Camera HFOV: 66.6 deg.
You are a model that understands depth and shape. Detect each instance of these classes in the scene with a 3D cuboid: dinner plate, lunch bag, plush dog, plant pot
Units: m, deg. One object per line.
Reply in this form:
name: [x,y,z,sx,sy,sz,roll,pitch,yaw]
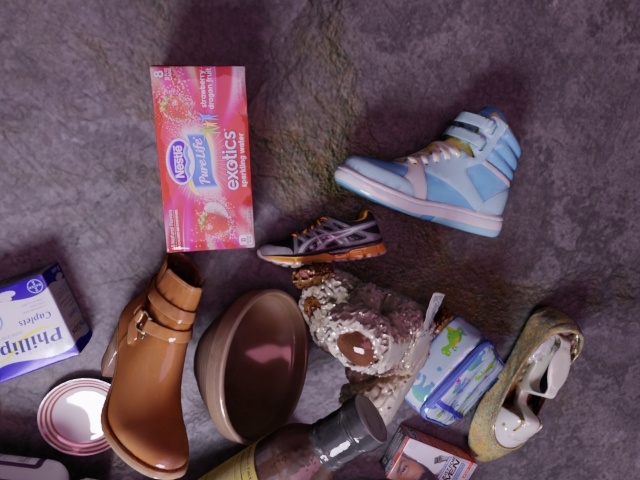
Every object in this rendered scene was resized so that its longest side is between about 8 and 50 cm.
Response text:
dinner plate: [-0.391,0.291,0.810,0.141,0.017,0.141,-2,102,-11]
lunch bag: [0.229,0.238,0.851,0.176,0.090,0.219,-45,145,-2]
plush dog: [0.059,0.123,0.762,0.211,0.225,0.262,-40,141,-27]
plant pot: [-0.122,0.193,0.775,0.110,0.237,0.237,0,105,28]

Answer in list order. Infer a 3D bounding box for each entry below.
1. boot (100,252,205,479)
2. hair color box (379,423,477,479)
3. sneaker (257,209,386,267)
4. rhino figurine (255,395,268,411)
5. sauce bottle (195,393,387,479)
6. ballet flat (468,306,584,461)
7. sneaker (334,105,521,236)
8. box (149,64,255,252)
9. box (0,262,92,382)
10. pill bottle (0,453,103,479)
boot: [-0.214,0.161,0.694,0.109,0.283,0.220,25,103,-37]
hair color box: [0.212,0.438,0.957,0.167,0.053,0.093,26,96,-15]
sneaker: [0.000,0.000,0.811,0.215,0.084,0.083,-7,87,-13]
rhino figurine: [-0.092,0.378,0.867,0.106,0.073,0.243,-24,107,-4]
sauce bottle: [-0.064,0.328,0.670,0.344,0.111,0.111,-35,108,15]
ballet flat: [0.395,0.296,0.937,0.123,0.123,0.348,23,96,-16]
sneaker: [0.186,-0.138,0.797,0.319,0.127,0.208,13,100,-25]
box: [-0.169,-0.119,0.719,0.128,0.122,0.256,-3,102,-11]
box: [-0.441,0.123,0.735,0.126,0.072,0.137,-20,106,-7]
pill bottle: [-0.495,0.414,0.734,0.302,0.169,0.169,15,98,-15]
